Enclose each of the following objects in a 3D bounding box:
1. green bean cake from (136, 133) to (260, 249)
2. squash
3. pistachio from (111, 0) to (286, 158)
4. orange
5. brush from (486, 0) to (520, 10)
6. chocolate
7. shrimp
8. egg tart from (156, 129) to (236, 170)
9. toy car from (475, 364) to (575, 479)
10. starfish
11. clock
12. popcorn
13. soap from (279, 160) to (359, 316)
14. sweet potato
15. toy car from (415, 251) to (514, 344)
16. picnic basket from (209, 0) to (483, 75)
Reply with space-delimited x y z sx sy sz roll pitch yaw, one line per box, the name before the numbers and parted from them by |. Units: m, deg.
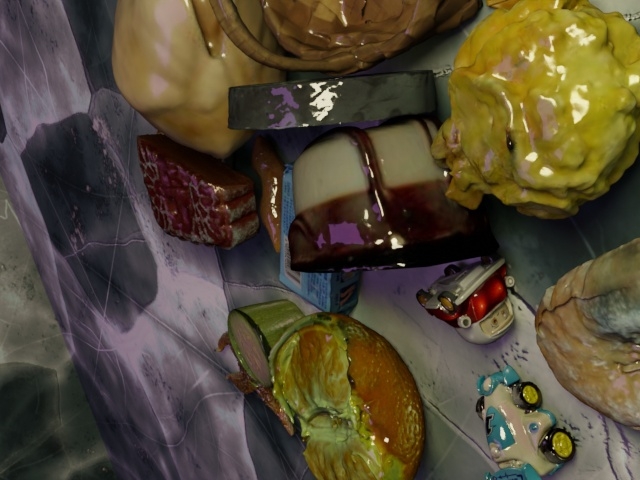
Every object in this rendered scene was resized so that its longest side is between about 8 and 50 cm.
green bean cake | -0.222 -0.089 1.441 0.233 0.097 0.198 16 123 38
squash | -0.100 0.194 1.555 0.170 0.123 0.170 31 132 42
pistachio | -0.195 -0.346 1.234 0.365 0.281 0.445 161 95 -76
orange | 0.048 0.277 1.335 0.263 0.196 0.334 -31 87 41
brush | 0.249 -0.224 0.936 0.103 0.013 0.272 0 109 55
chocolate | 0.082 -0.066 1.047 0.284 0.284 0.186 2 101 54
shrimp | 0.389 0.084 0.840 0.221 0.110 0.445 54 148 10
egg tart | -0.239 -0.174 1.573 0.234 0.094 0.234 35 137 41
toy car | 0.263 0.267 1.113 0.126 0.098 0.161 -38 78 53
starfish | -0.134 0.292 1.716 0.302 0.060 0.299 49 139 26
clock | 0.015 -0.187 1.052 0.281 0.281 0.055 11 110 52
popcorn | 0.221 -0.135 0.849 0.266 0.192 0.233 -40 79 38
soap | 0.000 0.000 1.350 0.156 0.077 0.293 37 136 37
sweet potato | -0.083 -0.086 1.423 0.065 0.051 0.218 -16 80 36
toy car | 0.210 0.091 1.098 0.112 0.112 0.139 54 157 -7
picnic basket | -0.011 -0.342 0.964 0.337 0.337 0.293 7 113 53
